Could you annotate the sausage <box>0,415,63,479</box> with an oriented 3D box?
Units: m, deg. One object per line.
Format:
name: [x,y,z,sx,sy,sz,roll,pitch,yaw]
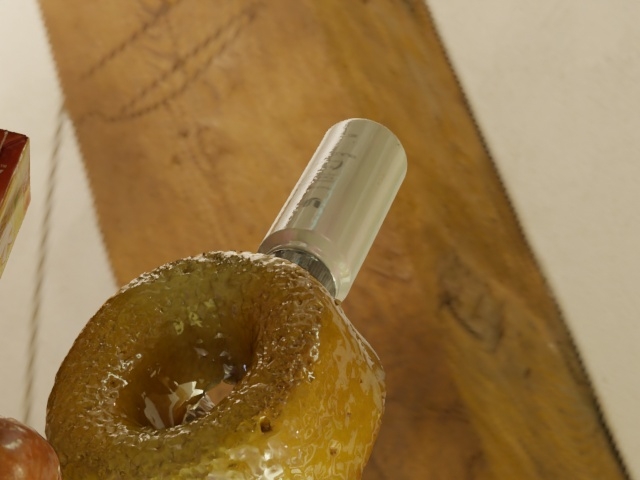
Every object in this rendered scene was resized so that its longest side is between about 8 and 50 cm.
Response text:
sausage: [-0.189,0.146,0.895,0.179,0.089,0.089,-40,-128,44]

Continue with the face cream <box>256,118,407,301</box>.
face cream: [0.000,0.000,1.613,0.092,0.092,0.311,-25,-158,30]

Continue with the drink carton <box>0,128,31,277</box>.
drink carton: [-0.311,0.013,1.529,0.071,0.096,0.223,14,-127,2]

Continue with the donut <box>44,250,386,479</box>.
donut: [-0.090,0.120,1.361,0.277,0.108,0.278,-13,-138,12]

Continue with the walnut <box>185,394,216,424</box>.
walnut: [-0.157,0.213,1.606,0.178,0.178,0.230,-50,-158,13]
